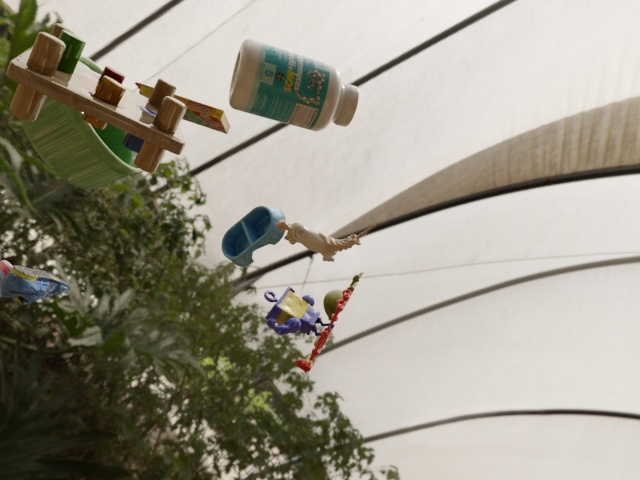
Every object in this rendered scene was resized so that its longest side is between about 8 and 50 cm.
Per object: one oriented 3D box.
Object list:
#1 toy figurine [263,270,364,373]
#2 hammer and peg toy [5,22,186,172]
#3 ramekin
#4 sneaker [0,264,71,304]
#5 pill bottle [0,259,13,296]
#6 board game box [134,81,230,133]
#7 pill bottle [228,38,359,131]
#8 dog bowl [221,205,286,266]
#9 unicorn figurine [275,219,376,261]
[{"bbox_3d":[-0.046,0.172,1.395,0.217,0.362,0.191,28,-57,6],"label":"toy figurine"},{"bbox_3d":[-0.366,-0.259,0.867,0.266,0.127,0.361,24,15,-29],"label":"hammer and peg toy"},{"bbox_3d":[-0.560,-0.270,1.187,0.303,0.148,0.303,-25,90,-84],"label":"ramekin"},{"bbox_3d":[-0.708,0.119,1.236,0.069,0.082,0.209,26,-7,10],"label":"sneaker"},{"bbox_3d":[-0.875,0.122,1.284,0.087,0.160,0.087,21,-52,30],"label":"pill bottle"},{"bbox_3d":[-0.389,-0.373,1.404,0.259,0.039,0.124,21,-7,1],"label":"board game box"},{"bbox_3d":[-0.054,-0.323,1.069,0.264,0.146,0.146,11,-2,-19],"label":"pill bottle"},{"bbox_3d":[-0.269,-0.023,1.944,0.074,0.297,0.166,25,33,-55],"label":"dog bowl"},{"bbox_3d":[0.000,0.000,0.834,0.161,0.060,0.111,9,-9,-4],"label":"unicorn figurine"}]
